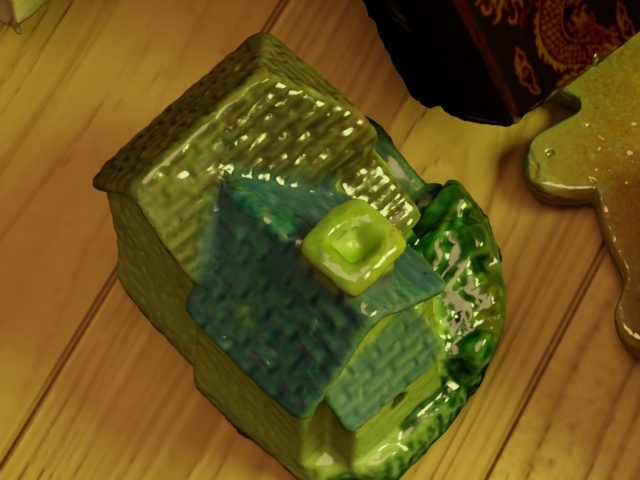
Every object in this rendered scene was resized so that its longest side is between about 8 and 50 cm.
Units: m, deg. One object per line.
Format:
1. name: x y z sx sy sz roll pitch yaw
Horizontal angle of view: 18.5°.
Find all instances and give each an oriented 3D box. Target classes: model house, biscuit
1. model house: 0.000 0.000 1.061 0.195 0.189 0.214 -39 68 -9
2. biscuit: 0.195 -0.051 1.146 0.153 0.030 0.234 -23 66 -9

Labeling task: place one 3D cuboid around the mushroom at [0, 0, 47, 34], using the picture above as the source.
1. mushroom: -0.183 -0.245 1.196 0.173 0.162 0.236 -42 34 -6

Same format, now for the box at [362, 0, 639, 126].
1. box: 0.174 -0.283 1.102 0.415 0.264 0.116 -38 25 -16
